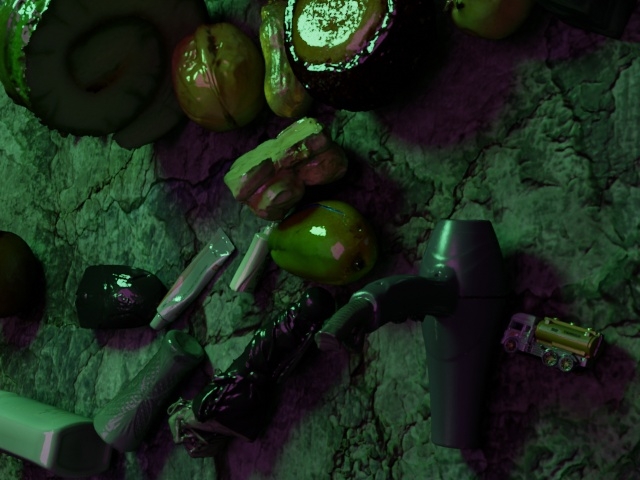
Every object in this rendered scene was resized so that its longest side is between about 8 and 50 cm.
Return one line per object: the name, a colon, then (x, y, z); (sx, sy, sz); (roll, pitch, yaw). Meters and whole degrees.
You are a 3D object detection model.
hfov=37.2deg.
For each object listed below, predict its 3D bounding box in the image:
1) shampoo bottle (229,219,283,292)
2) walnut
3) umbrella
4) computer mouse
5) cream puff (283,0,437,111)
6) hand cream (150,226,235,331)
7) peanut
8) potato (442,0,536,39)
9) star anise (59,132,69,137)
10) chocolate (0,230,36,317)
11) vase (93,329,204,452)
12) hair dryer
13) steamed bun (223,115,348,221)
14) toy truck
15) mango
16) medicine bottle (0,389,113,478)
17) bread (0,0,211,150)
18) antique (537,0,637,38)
shampoo bottle: (-0.100, 0.021, 1.547); (0.034, 0.049, 0.141); (32, 100, 40)
walnut: (-0.171, -0.276, 1.597); (0.159, 0.159, 0.207); (-34, 55, 29)
umbrella: (-0.102, 0.209, 1.471); (0.358, 0.113, 0.106); (-47, 34, 22)
computer mouse: (-0.379, 0.104, 1.739); (0.217, 0.073, 0.122); (-3, 77, 41)
cream puff: (0.063, -0.305, 1.403); (0.239, 0.165, 0.239); (-11, 70, 35)
hand cream: (-0.226, 0.073, 1.651); (0.052, 0.038, 0.216); (44, 104, 10)
peanut: (-0.054, -0.297, 1.550); (0.087, 0.087, 0.207); (-16, 74, 36)
potato: (0.262, -0.421, 1.281); (0.300, 0.140, 0.173); (-68, 20, 5)
star anise: (-0.476, -0.344, 1.898); (0.288, 0.088, 0.288); (-10, 73, 36)
chocolate: (-0.648, 0.074, 1.922); (0.176, 0.176, 0.177); (-9, 76, 37)
vase: (-0.289, 0.253, 1.629); (0.219, 0.096, 0.096); (-51, 55, 16)
hair dryer: (0.108, 0.120, 1.167); (0.121, 0.361, 0.301); (3, 91, 39)
steamed bun: (-0.052, -0.104, 1.468); (0.177, 0.106, 0.192); (-32, 18, -3)
toy truck: (0.295, 0.129, 1.206); (0.123, 0.052, 0.063); (17, 88, 39)
mango: (0.000, 0.000, 1.433); (0.125, 0.111, 0.233); (-43, 27, -20)
medicine bottle: (-0.523, 0.353, 1.748); (0.296, 0.161, 0.111); (8, 85, 38)
bread: (-0.365, -0.323, 1.627); (0.366, 0.382, 0.129); (-34, 46, -24)
antique: (0.321, -0.328, 1.189); (0.088, 0.183, 0.086); (29, 99, 38)
